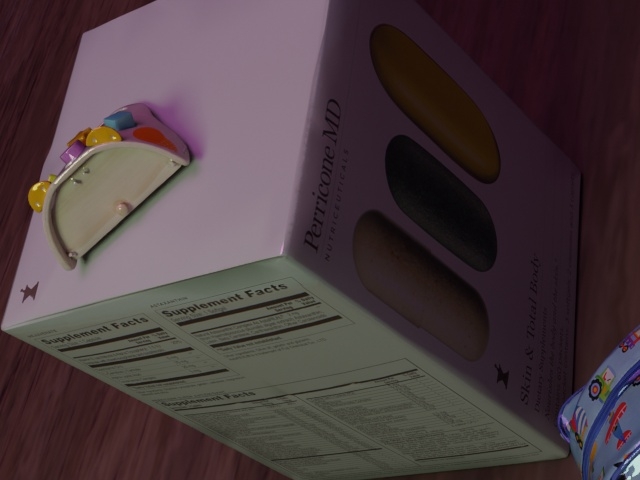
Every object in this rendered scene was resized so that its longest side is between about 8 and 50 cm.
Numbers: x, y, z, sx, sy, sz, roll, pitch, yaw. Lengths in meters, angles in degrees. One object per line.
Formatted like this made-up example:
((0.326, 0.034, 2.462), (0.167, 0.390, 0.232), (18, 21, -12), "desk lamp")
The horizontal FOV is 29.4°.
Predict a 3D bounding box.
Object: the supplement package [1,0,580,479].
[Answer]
((0.000, 0.000, 0.702), (0.198, 0.263, 0.199), (-14, 55, 36), "supplement package")

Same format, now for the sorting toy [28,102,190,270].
((-0.109, -0.040, 0.606), (0.083, 0.045, 0.075), (-40, 24, 15), "sorting toy")

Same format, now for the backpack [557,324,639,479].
((0.182, 0.084, 0.546), (0.158, 0.173, 0.117), (-42, 42, 14), "backpack")
